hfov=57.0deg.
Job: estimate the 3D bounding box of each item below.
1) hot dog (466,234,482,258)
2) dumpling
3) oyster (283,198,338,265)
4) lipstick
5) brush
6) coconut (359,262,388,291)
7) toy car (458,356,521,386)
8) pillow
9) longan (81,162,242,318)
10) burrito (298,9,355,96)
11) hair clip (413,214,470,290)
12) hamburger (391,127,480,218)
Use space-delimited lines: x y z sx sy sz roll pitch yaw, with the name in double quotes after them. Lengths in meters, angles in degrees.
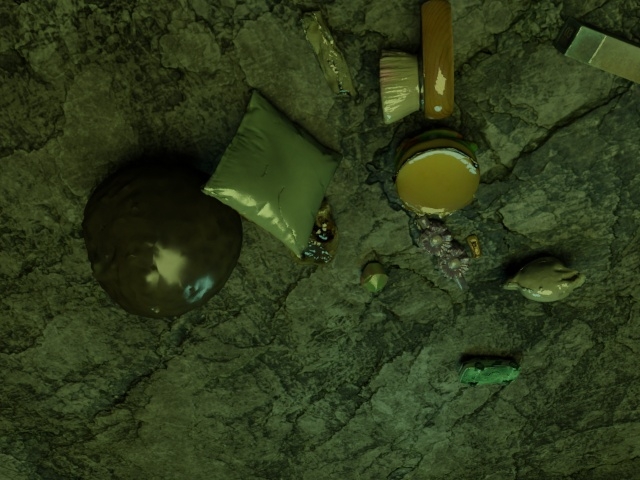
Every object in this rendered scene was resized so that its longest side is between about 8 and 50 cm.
0.460 0.025 1.753 0.030 0.034 0.090 -19 127 10 "hot dog"
0.672 0.126 1.797 0.247 0.142 0.172 -1 160 13 "dumpling"
-0.012 -0.006 1.654 0.161 0.107 0.233 0 130 -15 "oyster"
0.739 -0.429 1.403 0.371 0.080 0.076 14 124 -15 "lipstick"
0.215 -0.401 1.335 0.166 0.174 0.267 -1 120 8 "brush"
0.160 0.115 1.771 0.083 0.081 0.082 -5 141 -12 "coconut"
0.590 0.454 2.066 0.224 0.076 0.090 1 126 -16 "toy car"
-0.104 -0.161 1.430 0.312 0.310 0.119 33 153 -25 "pillow"
-0.385 -0.006 1.440 0.391 0.391 0.391 -2 127 -3 "longan"
0.020 -0.425 1.362 0.063 0.058 0.229 -26 127 9 "burrito"
0.362 0.031 1.732 0.106 0.084 0.292 -39 118 2 "hair clip"
0.298 -0.185 1.511 0.237 0.149 0.237 3 130 3 "hamburger"
